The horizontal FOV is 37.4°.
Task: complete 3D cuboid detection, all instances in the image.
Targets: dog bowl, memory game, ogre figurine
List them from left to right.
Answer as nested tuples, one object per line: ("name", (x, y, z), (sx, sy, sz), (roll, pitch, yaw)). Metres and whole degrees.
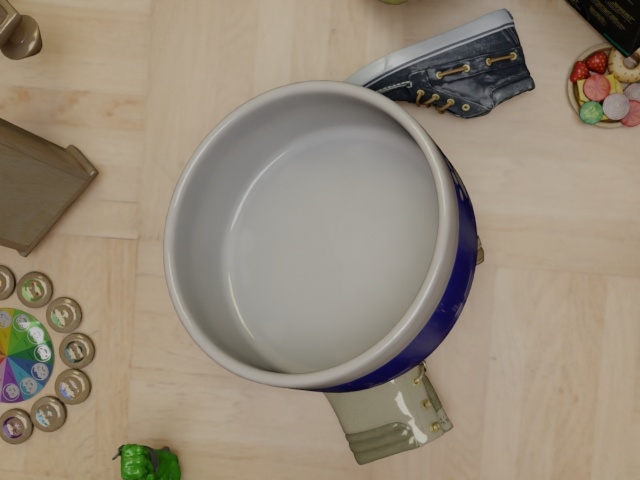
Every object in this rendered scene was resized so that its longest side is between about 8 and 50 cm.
("memory game", (-0.320, 0.116, 0.961), (0.186, 0.012, 0.186), (0, 94, 4))
("ogre figurine", (-0.161, 0.284, 0.908), (0.096, 0.118, 0.197), (-22, 91, 10))
("dog bowl", (0.000, 0.000, 0.833), (0.264, 0.104, 0.265), (-6, 75, 23))

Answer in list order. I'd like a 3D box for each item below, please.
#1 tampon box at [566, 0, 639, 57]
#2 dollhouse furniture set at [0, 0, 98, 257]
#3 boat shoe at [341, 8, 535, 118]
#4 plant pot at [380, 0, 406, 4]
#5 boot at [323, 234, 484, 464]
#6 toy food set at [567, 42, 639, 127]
("tampon box", (0.267, -0.250, 0.808), (0.101, 0.161, 0.120), (-42, 79, 6))
("dollhouse furniture set", (-0.409, -0.141, 0.932), (0.303, 0.174, 0.355), (-48, 65, 6))
("boat shoe", (0.106, -0.143, 0.884), (0.183, 0.065, 0.083), (-23, 91, 5))
("plant pot", (0.147, -0.379, 0.788), (0.293, 0.275, 0.275), (-24, 92, -10))
("boot", (0.088, 0.103, 0.898), (0.213, 0.077, 0.165), (-30, 91, 11))
("toy food set", (0.276, -0.146, 0.894), (0.083, 0.020, 0.083), (-11, 93, 5))
